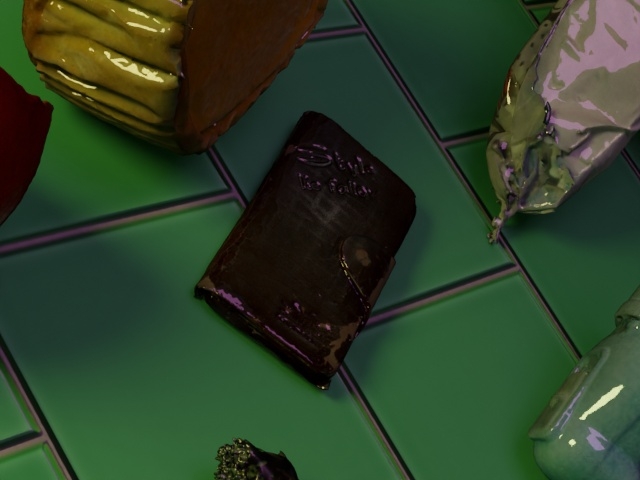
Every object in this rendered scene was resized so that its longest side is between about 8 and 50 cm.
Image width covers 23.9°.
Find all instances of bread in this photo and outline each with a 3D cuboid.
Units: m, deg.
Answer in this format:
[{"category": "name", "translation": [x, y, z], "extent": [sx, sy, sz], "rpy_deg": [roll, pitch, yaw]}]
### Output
[{"category": "bread", "translation": [-0.092, -0.189, 1.037], "extent": [0.142, 0.227, 0.253], "rpy_deg": [27, 44, 14]}]

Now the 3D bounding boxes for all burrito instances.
[{"category": "burrito", "translation": [0.260, -0.174, 1.319], "extent": [0.139, 0.101, 0.445], "rpy_deg": [43, 70, -5]}]

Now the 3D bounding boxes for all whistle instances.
[{"category": "whistle", "translation": [0.247, 0.094, 1.143], "extent": [0.093, 0.186, 0.274], "rpy_deg": [41, 74, -9]}]

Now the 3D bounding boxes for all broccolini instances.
[{"category": "broccolini", "translation": [0.026, 0.215, 0.952], "extent": [0.254, 0.057, 0.071], "rpy_deg": [44, 59, -16]}]

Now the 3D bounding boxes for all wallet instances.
[{"category": "wallet", "translation": [0.000, 0.000, 1.106], "extent": [0.122, 0.031, 0.232], "rpy_deg": [38, 40, -8]}]

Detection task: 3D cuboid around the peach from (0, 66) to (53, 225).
[{"category": "peach", "translation": [-0.249, -0.071, 0.828], "extent": [0.192, 0.190, 0.190], "rpy_deg": [-28, 78, -33]}]
